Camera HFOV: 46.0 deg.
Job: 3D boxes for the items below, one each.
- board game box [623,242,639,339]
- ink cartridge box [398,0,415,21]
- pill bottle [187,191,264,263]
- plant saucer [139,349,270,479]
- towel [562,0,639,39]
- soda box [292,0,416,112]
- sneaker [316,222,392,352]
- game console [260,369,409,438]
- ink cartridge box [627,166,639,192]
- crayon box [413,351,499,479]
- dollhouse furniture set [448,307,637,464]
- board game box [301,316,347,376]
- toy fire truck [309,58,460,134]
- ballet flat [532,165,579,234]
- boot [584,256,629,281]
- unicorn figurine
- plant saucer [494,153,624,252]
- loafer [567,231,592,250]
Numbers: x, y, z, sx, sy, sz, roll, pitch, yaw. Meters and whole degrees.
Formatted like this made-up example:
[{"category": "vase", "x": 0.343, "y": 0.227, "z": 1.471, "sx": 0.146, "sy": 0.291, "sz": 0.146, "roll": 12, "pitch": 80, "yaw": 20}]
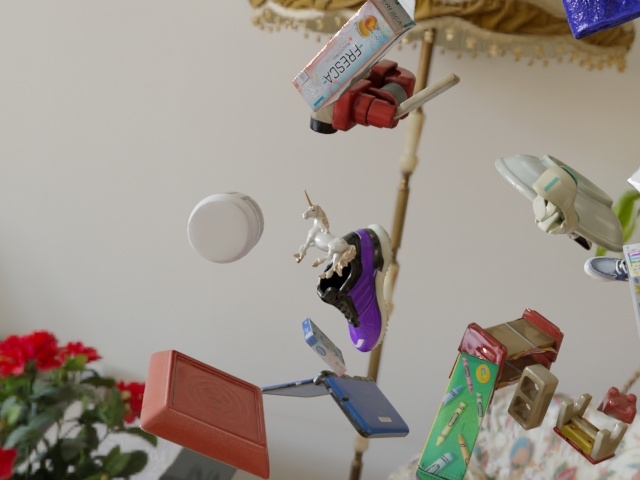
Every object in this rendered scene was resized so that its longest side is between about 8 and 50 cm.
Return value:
[{"category": "board game box", "x": 0.476, "y": 0.095, "z": 1.107, "sx": 0.026, "sy": 0.154, "sz": 0.103, "roll": -11, "pitch": 21, "yaw": 19}, {"category": "ink cartridge box", "x": 0.128, "y": -0.607, "z": 1.251, "sx": 0.091, "sy": 0.385, "sz": 0.308, "roll": -23, "pitch": 59, "yaw": -12}, {"category": "pill bottle", "x": -0.221, "y": -0.032, "z": 1.764, "sx": 0.161, "sy": 0.161, "sz": 0.283, "roll": 8, "pitch": 5, "yaw": 0}, {"category": "plant saucer", "x": -0.206, "y": 0.313, "z": 1.432, "sx": 0.259, "sy": 0.048, "sz": 0.258, "roll": 28, "pitch": 15, "yaw": -17}, {"category": "towel", "x": 0.559, "y": -0.574, "z": 1.463, "sx": 0.227, "sy": 0.309, "sz": 0.076, "roll": -18, "pitch": -2, "yaw": 28}, {"category": "soda box", "x": 0.042, "y": -0.253, "z": 1.026, "sx": 0.183, "sy": 0.058, "sz": 0.063, "roll": -36, "pitch": 0, "yaw": 44}, {"category": "sneaker", "x": 0.057, "y": 0.109, "z": 1.538, "sx": 0.146, "sy": 0.294, "sz": 0.102, "roll": -16, "pitch": 32, "yaw": -28}, {"category": "game console", "x": 0.036, "y": 0.401, "z": 1.764, "sx": 0.250, "sy": 0.173, "sz": 0.293, "roll": 51, "pitch": 12, "yaw": 27}, {"category": "ink cartridge box", "x": 0.602, "y": 0.015, "z": 1.084, "sx": 0.165, "sy": 0.065, "sz": 0.333, "roll": 21, "pitch": 27, "yaw": -41}, {"category": "crayon box", "x": 0.248, "y": 0.368, "z": 1.400, "sx": 0.081, "sy": 0.165, "sz": 0.278, "roll": 18, "pitch": 45, "yaw": 16}, {"category": "dollhouse furniture set", "x": 0.464, "y": 0.307, "z": 1.523, "sx": 0.201, "sy": 0.152, "sz": 0.374, "roll": -7, "pitch": 33, "yaw": -33}, {"category": "board game box", "x": 0.006, "y": 0.183, "z": 1.301, "sx": 0.090, "sy": 0.020, "sz": 0.090, "roll": 47, "pitch": 5, "yaw": -13}, {"category": "toy fire truck", "x": 0.131, "y": -0.269, "z": 1.377, "sx": 0.246, "sy": 0.159, "sz": 0.217, "roll": 21, "pitch": 31, "yaw": 20}, {"category": "ballet flat", "x": 0.439, "y": -0.059, "z": 1.429, "sx": 0.086, "sy": 0.086, "sz": 0.248, "roll": 15, "pitch": -17, "yaw": 26}, {"category": "boot", "x": 0.756, "y": 0.064, "z": 1.854, "sx": 0.189, "sy": 0.069, "sz": 0.086, "roll": 8, "pitch": -27, "yaw": 4}, {"category": "unicorn figurine", "x": 0.000, "y": 0.000, "z": 1.405, "sx": 0.162, "sy": 0.111, "sz": 0.060, "roll": 35, "pitch": -17, "yaw": 17}, {"category": "plant saucer", "x": 0.647, "y": -0.126, "z": 1.970, "sx": 0.400, "sy": 0.101, "sz": 0.400, "roll": 30, "pitch": 20, "yaw": -12}, {"category": "loafer", "x": 0.717, "y": -0.015, "z": 2.096, "sx": 0.125, "sy": 0.045, "sz": 0.039, "roll": 31, "pitch": 47, "yaw": -28}]
